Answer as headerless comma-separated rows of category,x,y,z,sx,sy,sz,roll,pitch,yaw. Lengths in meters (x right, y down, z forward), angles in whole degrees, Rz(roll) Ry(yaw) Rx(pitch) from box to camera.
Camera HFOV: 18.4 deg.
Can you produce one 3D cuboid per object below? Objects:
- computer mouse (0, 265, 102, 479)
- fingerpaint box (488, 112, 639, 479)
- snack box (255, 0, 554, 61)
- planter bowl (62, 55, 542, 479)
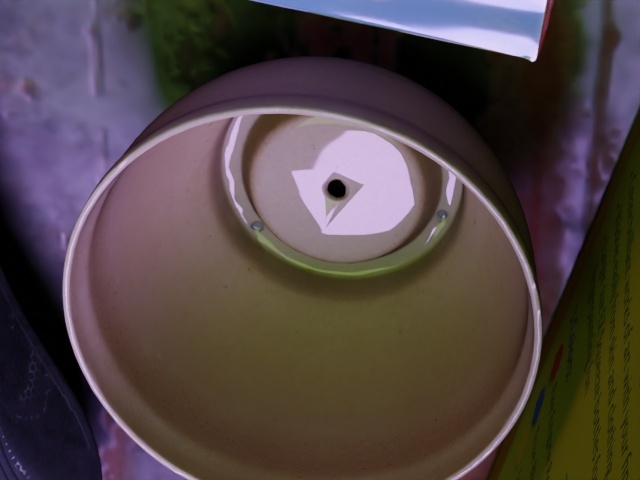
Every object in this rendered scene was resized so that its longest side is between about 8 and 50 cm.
computer mouse,-0.182,0.038,0.760,0.188,0.072,0.272,-7,123,31
fingerpaint box,0.155,0.107,0.541,0.163,0.445,0.371,17,122,-2
snack box,-0.010,-0.141,0.558,0.174,0.207,0.070,12,122,2
planter bowl,0.000,0.000,0.700,0.162,0.109,0.162,4,122,7
